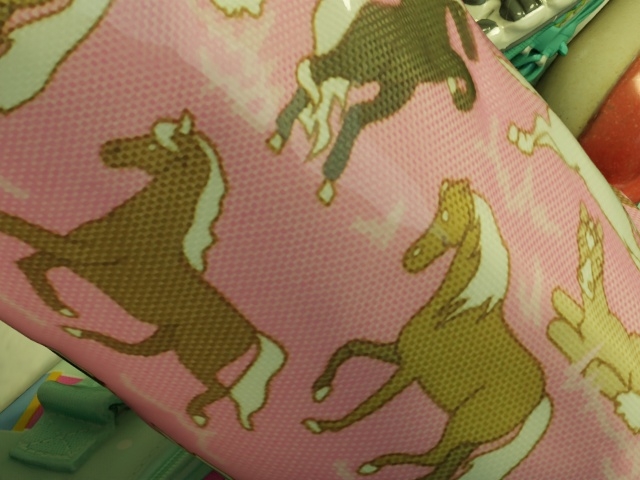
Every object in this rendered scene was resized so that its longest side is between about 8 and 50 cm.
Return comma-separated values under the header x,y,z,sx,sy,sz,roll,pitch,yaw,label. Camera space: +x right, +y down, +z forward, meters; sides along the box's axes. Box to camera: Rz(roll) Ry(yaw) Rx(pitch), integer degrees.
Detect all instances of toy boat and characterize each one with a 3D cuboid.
x,y,z,sx,sy,sz,roll,pitch,yaw,label
0.189,-0.047,0.950,0.231,0.151,0.151,-45,167,-46,toy boat

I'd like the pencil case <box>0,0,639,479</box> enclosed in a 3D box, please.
x,y,z,sx,sy,sz,roll,pitch,yaw,label
0.000,0.000,0.496,0.386,0.160,0.167,42,36,-37,pencil case

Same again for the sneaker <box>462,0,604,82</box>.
x,y,z,sx,sy,sz,roll,pitch,yaw,label
0.086,-0.112,0.816,0.275,0.107,0.110,-40,145,-50,sneaker

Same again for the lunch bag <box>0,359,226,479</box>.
x,y,z,sx,sy,sz,roll,pitch,yaw,label
-0.028,0.116,0.680,0.279,0.108,0.224,-45,140,-47,lunch bag
